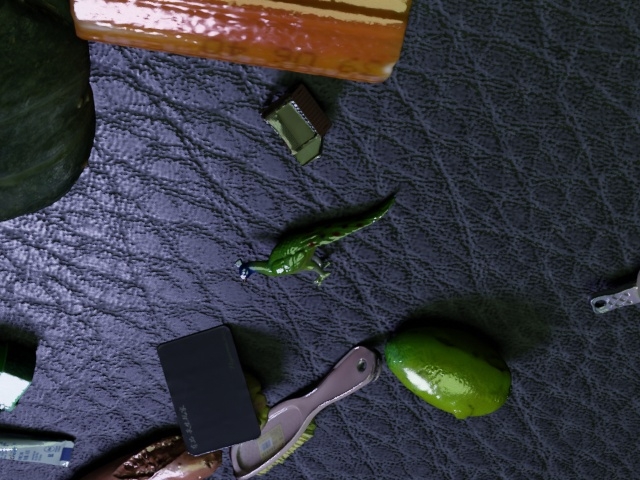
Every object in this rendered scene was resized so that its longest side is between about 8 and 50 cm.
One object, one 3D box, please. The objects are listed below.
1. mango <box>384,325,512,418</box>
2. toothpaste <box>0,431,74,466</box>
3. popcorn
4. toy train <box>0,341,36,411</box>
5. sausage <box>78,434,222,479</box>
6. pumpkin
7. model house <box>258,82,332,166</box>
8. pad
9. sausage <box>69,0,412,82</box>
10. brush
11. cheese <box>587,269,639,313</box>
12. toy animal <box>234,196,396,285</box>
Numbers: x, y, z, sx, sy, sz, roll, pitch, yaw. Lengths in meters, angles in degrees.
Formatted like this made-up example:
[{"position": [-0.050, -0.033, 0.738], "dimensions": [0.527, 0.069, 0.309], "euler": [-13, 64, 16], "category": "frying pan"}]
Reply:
[{"position": [0.166, 0.174, 1.653], "dimensions": [0.178, 0.100, 0.119], "euler": [25, 133, -12], "category": "mango"}, {"position": [-0.467, 0.296, 1.825], "dimensions": [0.216, 0.037, 0.062], "euler": [10, 134, -14], "category": "toothpaste"}, {"position": [-0.125, 0.224, 1.713], "dimensions": [0.109, 0.089, 0.097], "euler": [27, 115, 9], "category": "popcorn"}, {"position": [-0.503, 0.159, 1.661], "dimensions": [0.251, 0.085, 0.119], "euler": [26, 124, -26], "category": "toy train"}, {"position": [-0.284, 0.359, 1.856], "dimensions": [0.326, 0.079, 0.087], "euler": [-30, 117, 25], "category": "sausage"}, {"position": [-0.362, -0.172, 1.198], "dimensions": [0.257, 0.291, 0.328], "euler": [-29, 127, -27], "category": "pumpkin"}, {"position": [-0.020, -0.126, 1.393], "dimensions": [0.058, 0.057, 0.083], "euler": [-39, 107, 1], "category": "model house"}, {"position": [-0.148, 0.200, 1.671], "dimensions": [0.112, 0.003, 0.157], "euler": [-18, 88, 18], "category": "pad"}, {"position": [-0.062, -0.271, 1.123], "dimensions": [0.287, 0.233, 0.233], "euler": [9, 134, -6], "category": "sausage"}, {"position": [-0.013, 0.239, 1.754], "dimensions": [0.067, 0.072, 0.313], "euler": [13, 135, -44], "category": "brush"}, {"position": [0.423, 0.060, 1.571], "dimensions": [0.171, 0.048, 0.092], "euler": [-33, 123, 28], "category": "cheese"}, {"position": [0.006, 0.012, 1.535], "dimensions": [0.216, 0.041, 0.075], "euler": [-21, 130, 15], "category": "toy animal"}]
